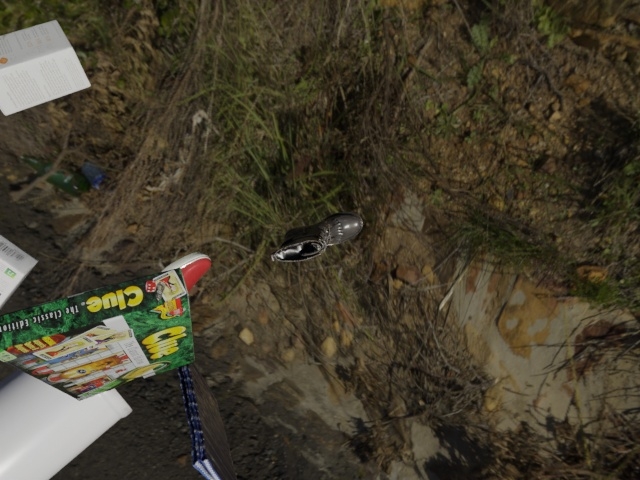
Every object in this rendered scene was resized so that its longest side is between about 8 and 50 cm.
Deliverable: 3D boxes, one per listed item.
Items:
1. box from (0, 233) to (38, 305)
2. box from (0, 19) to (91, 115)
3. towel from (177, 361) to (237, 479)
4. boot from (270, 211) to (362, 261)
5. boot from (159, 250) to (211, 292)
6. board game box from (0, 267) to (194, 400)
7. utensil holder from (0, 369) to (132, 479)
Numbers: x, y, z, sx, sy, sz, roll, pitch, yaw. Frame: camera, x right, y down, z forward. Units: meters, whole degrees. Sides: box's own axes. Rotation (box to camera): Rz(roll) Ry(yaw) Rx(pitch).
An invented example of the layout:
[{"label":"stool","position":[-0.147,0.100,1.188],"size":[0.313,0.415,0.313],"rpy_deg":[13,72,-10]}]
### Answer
[{"label":"box","position":[-0.797,0.069,1.047],"size":[0.322,0.232,0.058],"rpy_deg":[-38,20,28]},{"label":"box","position":[-0.573,-0.345,0.948],"size":[0.171,0.091,0.130],"rpy_deg":[-27,57,-17]},{"label":"towel","position":[-0.256,0.423,1.071],"size":[0.040,0.243,0.336],"rpy_deg":[-24,35,-10]},{"label":"boot","position":[0.000,0.000,1.319],"size":[0.263,0.229,0.091],"rpy_deg":[-17,100,2]},{"label":"boot","position":[-0.303,0.154,1.035],"size":[0.244,0.088,0.176],"rpy_deg":[-43,64,-4]},{"label":"board game box","position":[-0.190,0.100,0.452],"size":[0.136,0.259,0.030],"rpy_deg":[-18,71,-20]},{"label":"utensil holder","position":[-0.824,0.521,1.414],"size":[0.328,0.327,0.385],"rpy_deg":[36,58,22]}]
